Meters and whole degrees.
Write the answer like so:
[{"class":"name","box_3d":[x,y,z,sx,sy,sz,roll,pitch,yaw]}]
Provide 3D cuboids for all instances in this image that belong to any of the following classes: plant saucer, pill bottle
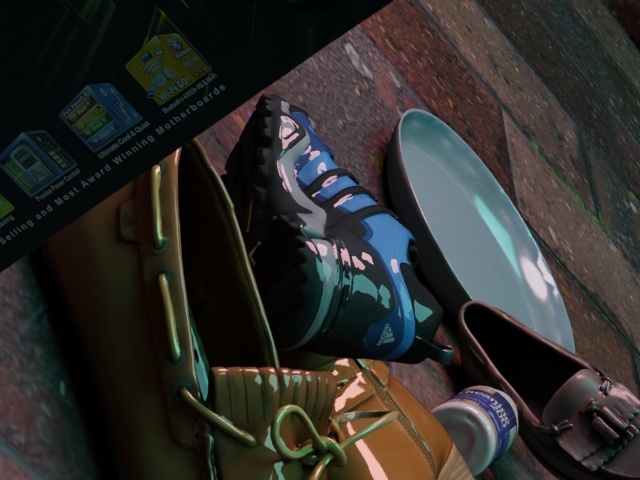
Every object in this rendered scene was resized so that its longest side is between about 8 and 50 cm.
[{"class":"plant saucer","box_3d":[0.158,0.010,1.874,0.317,0.044,0.317,47,24,-28]},{"class":"pill bottle","box_3d":[0.132,0.161,1.564,0.067,0.067,0.120,60,20,5]}]

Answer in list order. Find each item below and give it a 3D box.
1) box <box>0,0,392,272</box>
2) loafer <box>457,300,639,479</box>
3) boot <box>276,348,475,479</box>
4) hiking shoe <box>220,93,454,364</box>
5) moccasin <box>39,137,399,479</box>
[{"class":"box","box_3d":[-0.163,-0.175,0.904,0.318,0.395,0.097,50,20,-23]},{"class":"loafer","box_3d":[0.209,0.140,1.616,0.267,0.096,0.084,35,-20,45]},{"class":"boot","box_3d":[0.017,0.157,1.263,0.220,0.109,0.283,54,27,2]},{"class":"hiking shoe","box_3d":[0.000,0.000,1.329,0.132,0.113,0.304,21,26,-21]},{"class":"moccasin","box_3d":[-0.045,0.109,1.123,0.139,0.147,0.380,23,40,-57]}]
